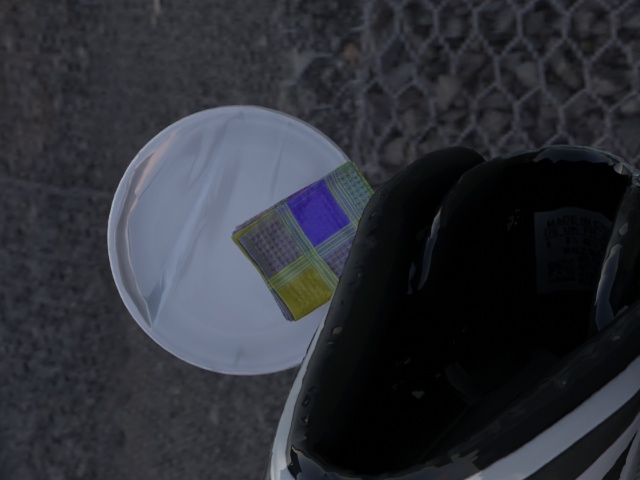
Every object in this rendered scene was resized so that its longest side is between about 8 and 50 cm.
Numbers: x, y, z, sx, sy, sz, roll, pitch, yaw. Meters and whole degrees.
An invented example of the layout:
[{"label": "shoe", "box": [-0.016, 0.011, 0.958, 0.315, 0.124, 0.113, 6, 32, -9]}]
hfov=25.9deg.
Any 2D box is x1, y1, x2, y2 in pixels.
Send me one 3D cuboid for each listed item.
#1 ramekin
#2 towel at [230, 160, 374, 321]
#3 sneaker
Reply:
[{"label": "ramekin", "box": [-0.076, -0.002, 1.433, 0.272, 0.127, 0.273, 0, 93, 0]}, {"label": "towel", "box": [0.000, 0.000, 0.745, 0.060, 0.083, 0.009, 57, 162, 3]}, {"label": "sneaker", "box": [0.125, 0.093, 0.545, 0.169, 0.447, 0.258, 22, 108, 30]}]
